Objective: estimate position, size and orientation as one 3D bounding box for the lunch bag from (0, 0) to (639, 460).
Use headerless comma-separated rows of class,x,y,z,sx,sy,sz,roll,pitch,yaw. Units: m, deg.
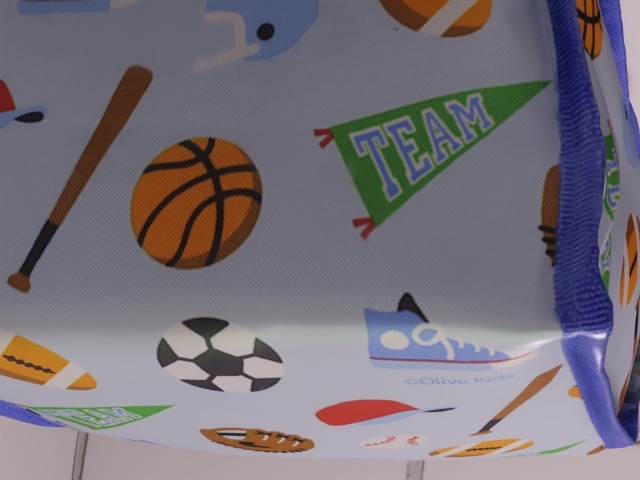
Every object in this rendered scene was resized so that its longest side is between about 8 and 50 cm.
lunch bag,0.000,0.000,0.634,0.327,0.239,0.385,0,160,18
